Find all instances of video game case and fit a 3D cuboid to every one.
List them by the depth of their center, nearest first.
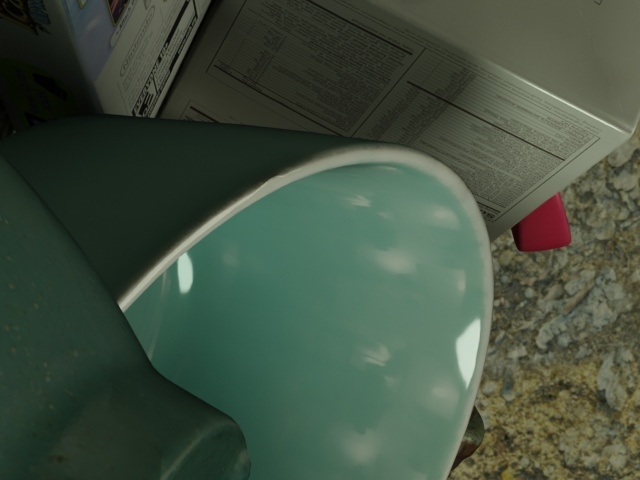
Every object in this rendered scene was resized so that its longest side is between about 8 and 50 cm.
[{"bbox_3d":[-0.068,-0.195,0.725,0.244,0.061,0.269,88,24,-69],"label":"video game case"}]

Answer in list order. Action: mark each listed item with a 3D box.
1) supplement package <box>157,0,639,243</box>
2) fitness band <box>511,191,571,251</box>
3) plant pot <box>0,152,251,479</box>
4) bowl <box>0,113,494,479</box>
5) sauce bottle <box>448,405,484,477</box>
[{"bbox_3d":[0.058,-0.137,0.929,0.199,0.198,0.263,-66,-173,-21],"label":"supplement package"},{"bbox_3d":[0.151,-0.134,1.319,0.209,0.054,0.291,75,8,-62],"label":"fitness band"},{"bbox_3d":[-0.136,0.088,0.390,0.293,0.196,0.293,21,90,-80],"label":"plant pot"},{"bbox_3d":[-0.085,0.072,0.717,0.311,0.163,0.311,-34,139,-36],"label":"bowl"},{"bbox_3d":[-0.050,0.198,1.145,0.344,0.111,0.111,-41,177,14],"label":"sauce bottle"}]
